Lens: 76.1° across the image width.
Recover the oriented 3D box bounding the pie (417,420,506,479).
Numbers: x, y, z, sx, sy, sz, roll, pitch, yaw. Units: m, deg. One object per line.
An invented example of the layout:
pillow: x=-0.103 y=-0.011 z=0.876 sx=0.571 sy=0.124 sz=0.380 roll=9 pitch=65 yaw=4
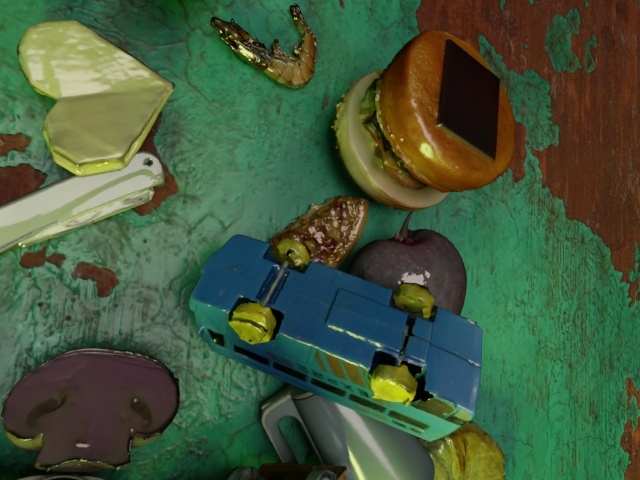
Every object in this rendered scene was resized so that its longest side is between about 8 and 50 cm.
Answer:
pie: x=0.262 y=0.497 z=0.805 sx=0.306 sy=0.071 sz=0.307 roll=2 pitch=86 yaw=-30

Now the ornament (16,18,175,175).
ornament: x=-0.288 y=-0.196 z=0.557 sx=0.180 sy=0.059 sz=0.201 roll=-18 pitch=84 yaw=-26

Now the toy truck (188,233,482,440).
toy truck: x=0.016 y=0.130 z=0.566 sx=0.384 sy=0.162 sz=0.161 roll=20 pitch=47 yaw=6

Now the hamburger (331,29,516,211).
hamburger: x=0.172 y=-0.195 z=0.714 sx=0.290 sy=0.225 sz=0.291 roll=7 pitch=76 yaw=-28

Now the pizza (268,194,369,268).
pizza: x=0.001 y=-0.001 z=0.712 sx=0.246 sy=0.058 sz=0.127 roll=-26 pitch=98 yaw=-28

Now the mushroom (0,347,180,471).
mushroom: x=-0.279 y=0.216 z=0.520 sx=0.188 sy=0.117 sz=0.141 roll=7 pitch=57 yaw=-18

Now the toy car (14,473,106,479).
toy car: x=-0.376 y=0.329 z=0.452 sx=0.301 sy=0.118 sz=0.193 roll=14 pitch=121 yaw=-27

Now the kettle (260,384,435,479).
kettle: x=0.034 y=0.325 z=0.678 sx=0.210 sy=0.160 sz=0.243 roll=-33 pitch=95 yaw=4

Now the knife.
knife: x=-0.337 y=-0.049 z=0.553 sx=0.265 sy=0.040 sz=0.073 roll=-29 pitch=101 yaw=-25

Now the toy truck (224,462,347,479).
toy truck: x=-0.101 y=0.426 z=0.458 sx=0.387 sy=0.173 sz=0.207 roll=-4 pitch=81 yaw=-61

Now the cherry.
cherry: x=0.149 y=0.080 z=0.711 sx=0.213 sy=0.183 sz=0.266 roll=-13 pitch=87 yaw=-25

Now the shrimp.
shrimp: x=-0.084 y=-0.358 z=0.702 sx=0.195 sy=0.035 sz=0.148 roll=23 pitch=79 yaw=-31
